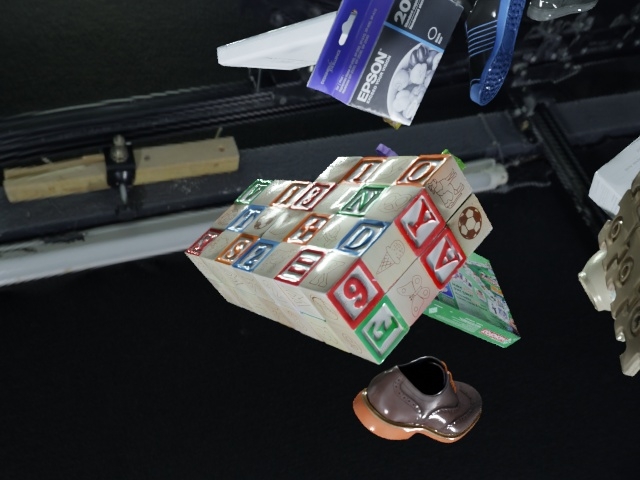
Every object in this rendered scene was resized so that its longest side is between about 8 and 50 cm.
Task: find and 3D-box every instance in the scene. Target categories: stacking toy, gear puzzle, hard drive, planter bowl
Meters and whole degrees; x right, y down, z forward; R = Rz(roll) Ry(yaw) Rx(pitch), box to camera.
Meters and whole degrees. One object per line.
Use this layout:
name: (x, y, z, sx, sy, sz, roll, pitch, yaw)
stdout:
stacking toy: (0.176, -0.164, 1.345, 0.221, 0.052, 0.167, 37, -97, 9)
gear puzzle: (0.342, 0.034, 0.599, 0.044, 0.175, 0.339, 18, -141, 3)
hard drive: (-0.019, -0.417, 1.327, 0.233, 0.353, 0.047, -12, -79, -45)
planter bowl: (0.666, 0.097, 1.437, 0.109, 0.162, 0.162, -28, -117, 15)

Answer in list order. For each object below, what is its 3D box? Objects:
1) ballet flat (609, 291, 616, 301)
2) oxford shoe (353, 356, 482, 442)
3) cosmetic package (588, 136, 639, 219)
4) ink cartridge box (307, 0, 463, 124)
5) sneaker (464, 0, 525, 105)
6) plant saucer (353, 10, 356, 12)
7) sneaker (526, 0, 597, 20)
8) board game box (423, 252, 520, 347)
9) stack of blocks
ballet flat: (0.560, 0.081, 1.129, 0.074, 0.074, 0.203, 18, -130, 0)
oxford shoe: (0.169, 0.223, 0.894, 0.271, 0.098, 0.097, 11, -151, -48)
cosmetic package: (0.816, -0.055, 1.380, 0.217, 0.156, 0.385, -40, -115, 2)
ink cartridge box: (0.104, -0.298, 0.957, 0.208, 0.206, 0.045, 7, -155, -41)
sneaker: (0.319, -0.383, 1.203, 0.081, 0.232, 0.090, -11, -148, -44)
plant saucer: (0.145, -0.509, 1.258, 0.200, 0.200, 0.037, 1, -97, -11)
sneaker: (0.366, -0.386, 0.937, 0.170, 0.089, 0.051, -24, -130, -21)
board game box: (0.256, 0.077, 1.258, 0.317, 0.046, 0.213, 25, -143, -31)
stack of blocks: (0.000, 0.000, 0.641, 0.171, 0.297, 0.087, -47, -62, -21)
